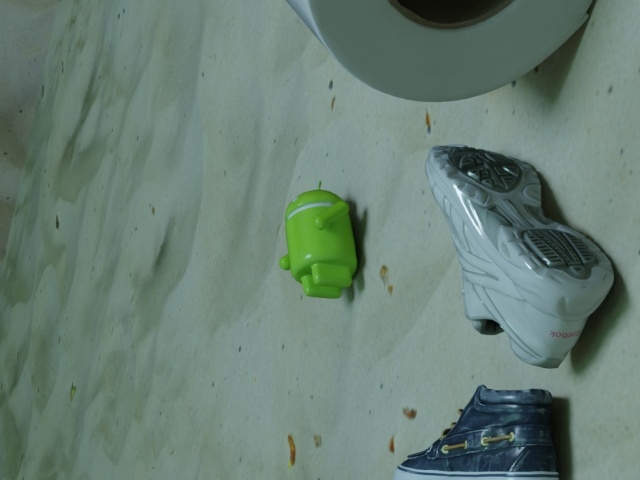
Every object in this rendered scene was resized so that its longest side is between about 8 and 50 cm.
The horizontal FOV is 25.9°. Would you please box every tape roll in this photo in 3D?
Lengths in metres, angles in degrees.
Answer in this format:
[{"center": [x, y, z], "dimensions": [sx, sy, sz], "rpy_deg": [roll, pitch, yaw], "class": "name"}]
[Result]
[{"center": [0.076, -0.248, 1.050], "dimensions": [0.169, 0.246, 0.246], "rpy_deg": [-123, 45, -54], "class": "tape roll"}]

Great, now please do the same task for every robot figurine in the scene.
[{"center": [0.000, 0.000, 1.383], "dimensions": [0.101, 0.067, 0.115], "rpy_deg": [127, 141, -53], "class": "robot figurine"}]

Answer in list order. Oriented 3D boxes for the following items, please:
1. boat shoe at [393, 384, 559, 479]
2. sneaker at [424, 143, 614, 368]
[{"center": [0.122, 0.158, 1.089], "dimensions": [0.183, 0.065, 0.083], "rpy_deg": [-14, 71, 58], "class": "boat shoe"}, {"center": [0.130, 0.011, 1.068], "dimensions": [0.232, 0.090, 0.115], "rpy_deg": [-117, 36, -52], "class": "sneaker"}]
